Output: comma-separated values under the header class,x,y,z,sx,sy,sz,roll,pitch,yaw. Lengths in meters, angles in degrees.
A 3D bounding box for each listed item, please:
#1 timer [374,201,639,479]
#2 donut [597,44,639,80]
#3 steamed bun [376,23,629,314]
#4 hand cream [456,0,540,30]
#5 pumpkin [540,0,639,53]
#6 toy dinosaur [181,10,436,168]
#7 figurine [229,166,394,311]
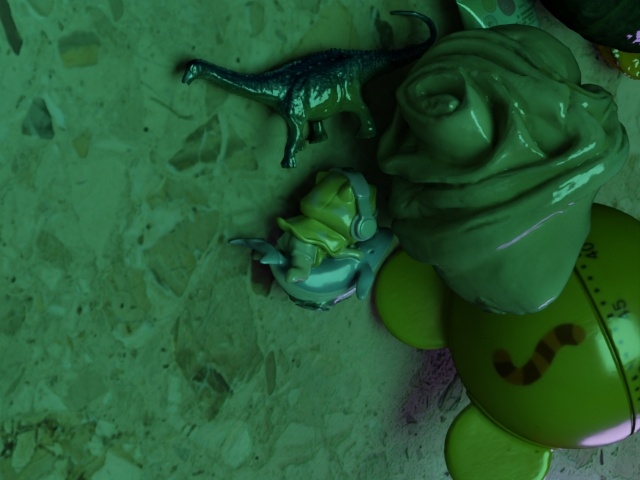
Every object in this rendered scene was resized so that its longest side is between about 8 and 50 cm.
class,x,y,z,sx,sy,sz,roll,pitch,yaw
timer,0.300,0.129,1.627,0.387,0.376,0.376,-26,122,0
donut,0.464,-0.325,1.733,0.162,0.065,0.178,-4,109,-29
steamed bun,0.181,-0.100,1.425,0.219,0.310,0.324,12,117,-31
hand cream,0.262,-0.221,1.606,0.147,0.093,0.306,-34,122,-31
pumpkin,0.412,-0.388,1.547,0.300,0.207,0.300,4,79,-20
toy dinosaur,0.001,-0.179,1.446,0.363,0.076,0.147,-17,112,-28
figurine,0.000,0.000,1.479,0.208,0.128,0.184,-3,105,-30
